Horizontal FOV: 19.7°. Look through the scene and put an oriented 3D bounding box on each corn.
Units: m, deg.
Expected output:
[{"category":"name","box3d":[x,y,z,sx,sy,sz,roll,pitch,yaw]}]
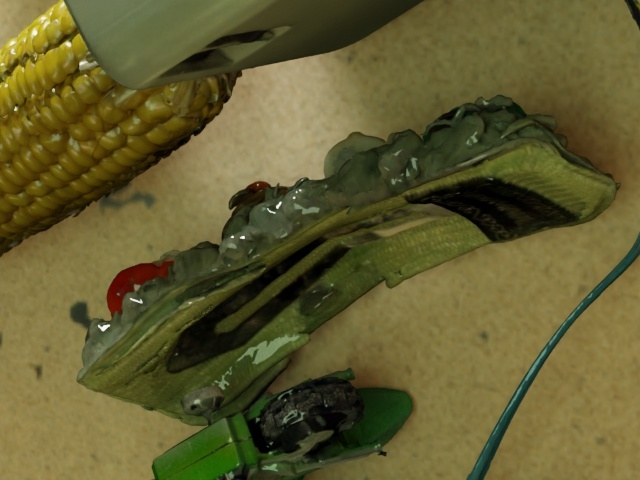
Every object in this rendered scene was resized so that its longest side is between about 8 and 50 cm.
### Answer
[{"category":"corn","box3d":[-0.156,-0.063,1.042,0.318,0.115,0.115,-28,87,42]}]

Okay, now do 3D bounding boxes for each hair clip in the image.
[{"category":"hair clip","box3d":[0.000,-0.002,0.995,0.321,0.138,0.091,-29,57,28]}]

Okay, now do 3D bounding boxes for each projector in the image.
[{"category":"projector","box3d":[0.010,-0.171,0.876,0.198,0.250,0.108,-30,86,28]}]

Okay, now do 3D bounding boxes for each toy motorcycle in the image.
[{"category":"toy motorcycle","box3d":[-0.044,0.130,1.045,0.190,0.106,0.074,-31,66,24]}]

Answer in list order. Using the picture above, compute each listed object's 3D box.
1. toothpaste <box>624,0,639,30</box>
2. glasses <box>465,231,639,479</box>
[{"category":"toothpaste","box3d":[0.150,-0.209,0.847,0.077,0.110,0.327,-30,74,29]},{"category":"glasses","box3d":[0.182,0.125,0.971,0.189,0.088,0.220,27,90,20]}]
